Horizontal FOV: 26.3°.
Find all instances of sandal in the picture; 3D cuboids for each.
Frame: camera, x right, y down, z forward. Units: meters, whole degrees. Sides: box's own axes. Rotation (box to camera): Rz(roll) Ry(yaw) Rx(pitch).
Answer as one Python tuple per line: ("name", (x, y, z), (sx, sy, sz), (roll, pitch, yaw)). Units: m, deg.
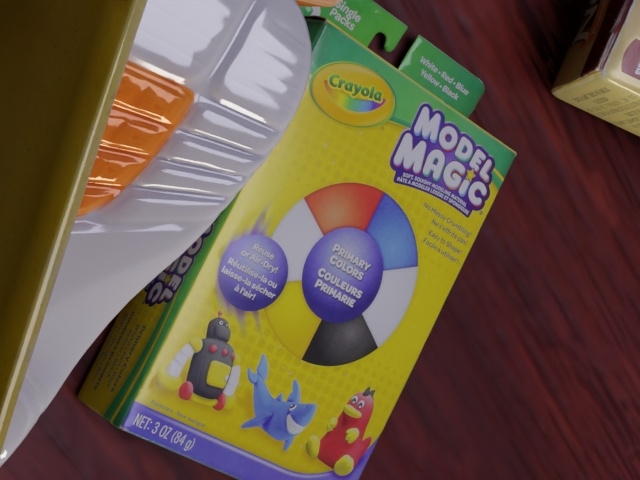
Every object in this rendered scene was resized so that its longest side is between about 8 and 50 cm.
("sandal", (-0.114, -0.010, 0.538), (0.102, 0.076, 0.265), (35, 102, -23))

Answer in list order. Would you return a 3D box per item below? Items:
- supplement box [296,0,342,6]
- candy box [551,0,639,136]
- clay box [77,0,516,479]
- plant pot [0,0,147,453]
("supplement box", (-0.100, -0.144, 0.510), (0.233, 0.080, 0.078), (6, 96, -34))
("candy box", (0.299, -0.095, 0.688), (0.316, 0.087, 0.183), (24, 87, -6))
("clay box", (0.000, 0.000, 0.616), (0.127, 0.053, 0.222), (29, 85, -33))
("plant pot", (-0.207, -0.030, 0.386), (0.212, 0.187, 0.212), (22, 82, -40))
